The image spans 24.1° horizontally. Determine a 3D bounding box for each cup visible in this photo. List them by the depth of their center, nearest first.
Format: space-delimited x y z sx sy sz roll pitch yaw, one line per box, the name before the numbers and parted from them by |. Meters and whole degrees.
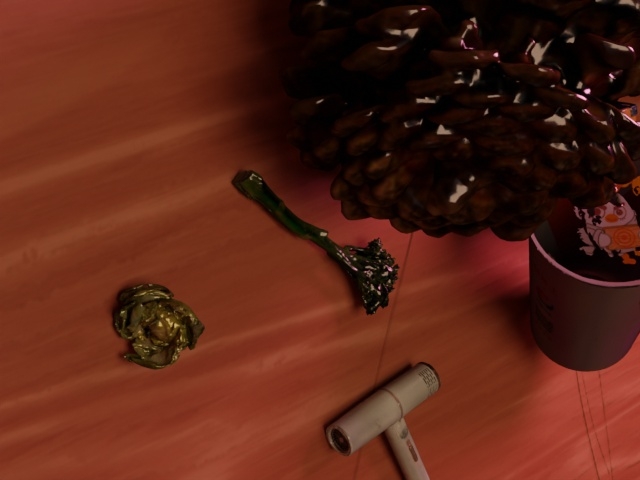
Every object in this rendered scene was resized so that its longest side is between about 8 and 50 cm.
cup | 0.324 0.033 1.757 0.203 0.203 0.288 -54 161 -24

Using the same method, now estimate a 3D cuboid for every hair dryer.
hair dryer | 0.088 0.253 1.724 0.155 0.044 0.183 -29 117 -35

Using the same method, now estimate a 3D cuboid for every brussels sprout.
brussels sprout | -0.162 0.079 1.460 0.085 0.058 0.085 -4 112 -11

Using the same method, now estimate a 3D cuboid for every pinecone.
pinecone | 0.162 -0.190 1.516 0.397 0.397 0.398 -6 100 -42

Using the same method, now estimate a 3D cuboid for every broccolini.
broccolini | 0.007 -0.004 1.607 0.254 0.057 0.071 40 26 -42

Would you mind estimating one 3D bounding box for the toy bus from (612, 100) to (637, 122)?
toy bus | 0.297 -0.108 1.832 0.201 0.098 0.114 -19 110 -39
